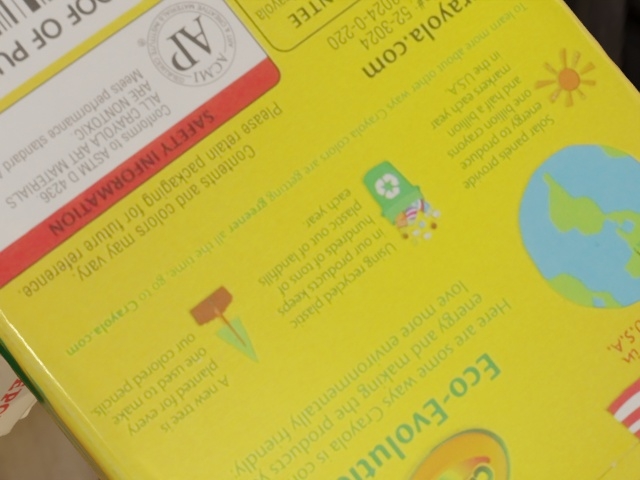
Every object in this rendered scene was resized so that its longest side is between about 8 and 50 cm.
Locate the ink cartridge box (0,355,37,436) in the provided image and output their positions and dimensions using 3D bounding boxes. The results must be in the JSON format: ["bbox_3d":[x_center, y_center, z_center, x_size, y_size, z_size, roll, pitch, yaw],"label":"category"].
[{"bbox_3d":[-0.212,0.029,0.533,0.237,0.100,0.172,-13,153,-47],"label":"ink cartridge box"}]

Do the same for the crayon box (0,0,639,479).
[{"bbox_3d":[0.000,0.000,0.412,0.202,0.318,0.081,-38,178,-15],"label":"crayon box"}]
